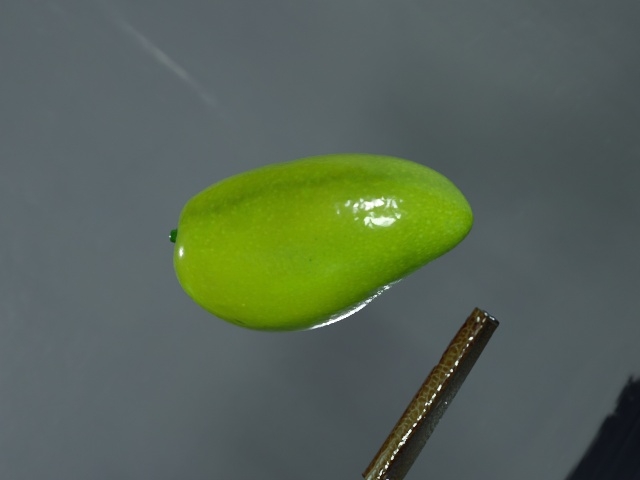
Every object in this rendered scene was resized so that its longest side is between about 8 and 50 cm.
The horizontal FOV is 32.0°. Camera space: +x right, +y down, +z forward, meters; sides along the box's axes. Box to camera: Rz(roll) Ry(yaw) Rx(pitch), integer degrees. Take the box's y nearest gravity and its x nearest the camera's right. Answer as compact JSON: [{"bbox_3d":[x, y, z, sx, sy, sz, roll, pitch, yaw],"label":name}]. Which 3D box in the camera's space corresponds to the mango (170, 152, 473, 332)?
[{"bbox_3d":[0.000,0.000,1.240,0.343,0.156,0.192,-11,111,20],"label":"mango"}]

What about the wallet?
[{"bbox_3d":[0.136,0.189,1.349,0.039,0.243,0.133,34,-178,19],"label":"wallet"}]
